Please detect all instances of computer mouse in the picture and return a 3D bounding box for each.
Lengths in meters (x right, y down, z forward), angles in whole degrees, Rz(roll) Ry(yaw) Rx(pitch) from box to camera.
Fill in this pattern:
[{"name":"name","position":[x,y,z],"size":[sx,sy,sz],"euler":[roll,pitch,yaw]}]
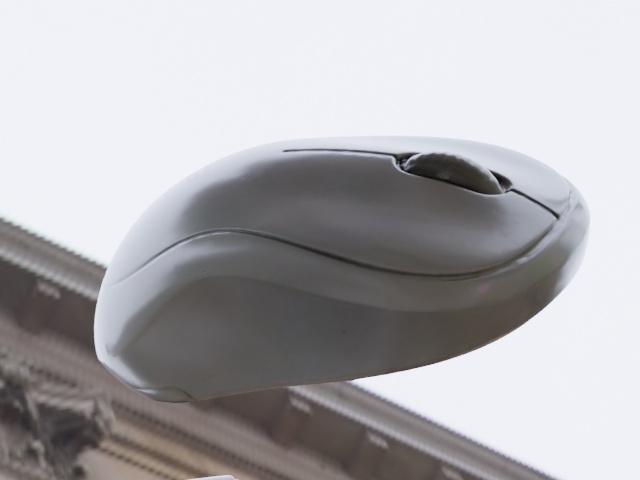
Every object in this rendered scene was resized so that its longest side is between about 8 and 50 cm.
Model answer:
[{"name":"computer mouse","position":[0.000,0.000,0.982],"size":[0.297,0.184,0.121],"euler":[-13,-75,36]}]

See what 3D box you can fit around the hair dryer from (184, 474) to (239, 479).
[{"name":"hair dryer","position":[-0.106,0.232,1.197],"size":[0.106,0.054,0.154],"euler":[-5,-56,-16]}]
